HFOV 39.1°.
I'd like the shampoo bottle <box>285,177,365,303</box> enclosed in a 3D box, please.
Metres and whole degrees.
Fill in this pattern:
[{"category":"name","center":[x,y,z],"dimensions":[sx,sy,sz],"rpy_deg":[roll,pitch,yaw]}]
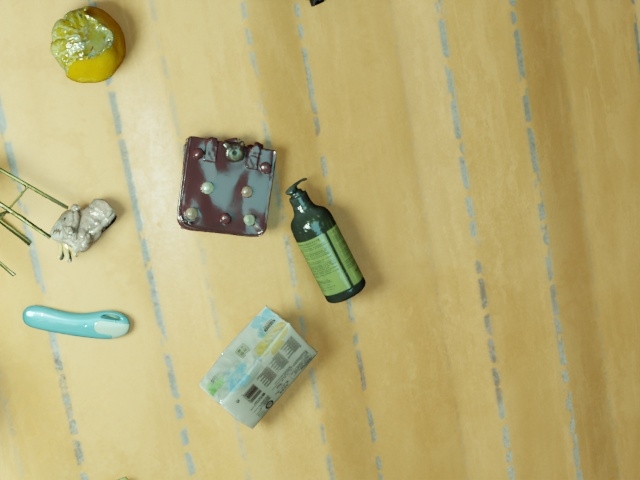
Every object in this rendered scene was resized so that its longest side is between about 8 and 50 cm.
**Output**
[{"category":"shampoo bottle","center":[0.000,0.000,2.027],"dimensions":[0.101,0.101,0.283],"rpy_deg":[-31,104,-14]}]

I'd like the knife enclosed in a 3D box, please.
[{"category":"knife","center":[-0.515,0.171,1.905],"dimensions":[0.222,0.031,0.064],"rpy_deg":[9,96,-16]}]

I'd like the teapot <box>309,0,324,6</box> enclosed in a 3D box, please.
[{"category":"teapot","center":[0.020,-0.591,1.990],"dimensions":[0.177,0.087,0.096],"rpy_deg":[-28,99,-14]}]

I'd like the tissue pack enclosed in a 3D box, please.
[{"category":"tissue pack","center":[-0.151,0.270,1.996],"dimensions":[0.229,0.145,0.159],"rpy_deg":[-49,140,-8]}]

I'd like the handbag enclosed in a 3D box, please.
[{"category":"handbag","center":[-0.204,-0.118,1.962],"dimensions":[0.203,0.074,0.216],"rpy_deg":[8,92,-20]}]

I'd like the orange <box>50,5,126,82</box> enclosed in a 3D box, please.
[{"category":"orange","center":[-0.467,-0.396,1.817],"dimensions":[0.157,0.134,0.156],"rpy_deg":[2,85,-32]}]

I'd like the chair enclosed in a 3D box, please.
[{"category":"chair","center":[-0.672,-0.100,1.748],"dimensions":[0.160,0.170,0.326],"rpy_deg":[-38,114,20]}]

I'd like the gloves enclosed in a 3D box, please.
[{"category":"gloves","center":[-0.493,-0.029,1.860],"dimensions":[0.094,0.110,0.144],"rpy_deg":[55,49,-8]}]

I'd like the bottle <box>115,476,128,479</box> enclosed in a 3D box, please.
[{"category":"bottle","center":[-0.531,0.575,1.910],"dimensions":[0.270,0.083,0.083],"rpy_deg":[-23,102,-19]}]
